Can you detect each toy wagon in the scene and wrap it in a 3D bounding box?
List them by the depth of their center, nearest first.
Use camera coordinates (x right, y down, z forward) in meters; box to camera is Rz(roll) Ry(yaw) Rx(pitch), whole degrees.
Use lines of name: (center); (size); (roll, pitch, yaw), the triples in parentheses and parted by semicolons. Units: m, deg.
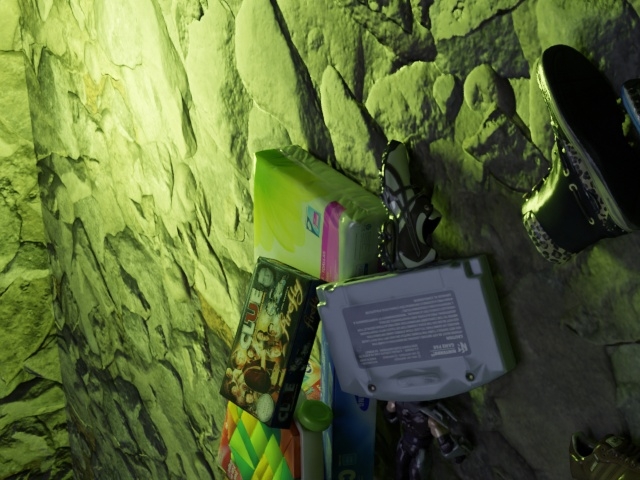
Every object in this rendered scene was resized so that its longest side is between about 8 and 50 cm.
toy wagon: (-0.059, 0.356, 1.873); (0.344, 0.068, 0.267); (61, 140, 41)

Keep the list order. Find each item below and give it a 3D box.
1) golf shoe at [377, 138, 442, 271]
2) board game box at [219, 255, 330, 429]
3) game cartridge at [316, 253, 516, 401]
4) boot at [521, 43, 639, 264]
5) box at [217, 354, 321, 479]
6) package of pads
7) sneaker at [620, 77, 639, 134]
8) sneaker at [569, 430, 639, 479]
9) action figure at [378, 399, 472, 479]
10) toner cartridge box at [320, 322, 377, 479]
golf shoe: (0.132, -0.052, 1.647); (0.077, 0.094, 0.198); (43, -135, -70)
board game box: (-0.077, 0.162, 1.829); (0.165, 0.042, 0.243); (20, 96, 53)
game cartridge: (0.138, 0.137, 1.660); (0.294, 0.060, 0.196); (-12, 93, 37)
boot: (0.287, -0.094, 1.347); (0.236, 0.085, 0.178); (65, 152, 10)
box: (-0.082, 0.356, 2.149); (0.142, 0.154, 0.300); (49, 142, 31)
package of pads: (0.000, 0.000, 1.863); (0.296, 0.101, 0.229); (38, 135, 45)
sneaker: (0.366, -0.101, 1.233); (0.162, 0.063, 0.073); (66, 153, 10)
sneaker: (0.377, 0.282, 1.424); (0.188, 0.066, 0.071); (-10, 96, 60)
action figure: (0.152, 0.330, 1.802); (0.185, 0.099, 0.285); (36, 121, 55)
toner cartridge box: (0.045, 0.303, 1.920); (0.165, 0.075, 0.348); (-106, 14, -58)
